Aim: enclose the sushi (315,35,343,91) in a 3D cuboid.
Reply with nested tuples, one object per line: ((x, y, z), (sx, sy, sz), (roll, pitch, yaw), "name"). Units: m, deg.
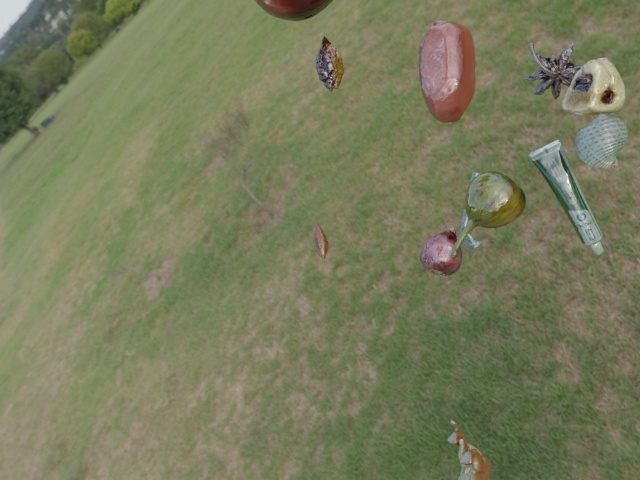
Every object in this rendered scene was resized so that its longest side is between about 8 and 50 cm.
((0.013, -0.326, 1.025), (0.050, 0.099, 0.047), (-18, 0, 43), "sushi")

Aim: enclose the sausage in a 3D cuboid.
((0.316, -0.426, 1.360), (0.148, 0.148, 0.254), (-10, 79, 46), "sausage")

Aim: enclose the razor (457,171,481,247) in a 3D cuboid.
((0.566, -0.119, 2.070), (0.111, 0.056, 0.277), (-150, 61, -63), "razor")

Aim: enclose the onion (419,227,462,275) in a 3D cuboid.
((0.462, 0.035, 2.046), (0.160, 0.159, 0.194), (2, 62, 53), "onion")

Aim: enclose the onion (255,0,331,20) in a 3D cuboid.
((-0.068, -0.778, 1.468), (0.341, 0.341, 0.341), (-32, 34, 25), "onion")

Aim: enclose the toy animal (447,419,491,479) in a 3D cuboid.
((0.379, 0.642, 1.409), (0.097, 0.158, 0.312), (-16, 43, 48), "toy animal")

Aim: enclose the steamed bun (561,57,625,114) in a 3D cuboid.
((0.826, -0.466, 1.646), (0.172, 0.155, 0.141), (-14, 26, -23), "steamed bun")

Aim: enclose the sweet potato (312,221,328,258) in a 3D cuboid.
((0.000, 0.000, 1.255), (0.034, 0.034, 0.095), (-25, 66, 33), "sweet potato")

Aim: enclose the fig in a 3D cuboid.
((0.402, -0.056, 1.380), (0.245, 0.149, 0.149), (-54, 29, 11), "fig")

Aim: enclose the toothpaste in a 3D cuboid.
((0.787, -0.124, 1.713), (0.099, 0.392, 0.061), (-28, 5, 19), "toothpaste")

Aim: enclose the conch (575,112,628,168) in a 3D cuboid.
((0.791, -0.288, 1.539), (0.135, 0.102, 0.153), (-3, 55, 18), "conch")

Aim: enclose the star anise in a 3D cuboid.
((0.837, -0.616, 1.974), (0.089, 0.232, 0.209), (-72, -1, -59), "star anise")
